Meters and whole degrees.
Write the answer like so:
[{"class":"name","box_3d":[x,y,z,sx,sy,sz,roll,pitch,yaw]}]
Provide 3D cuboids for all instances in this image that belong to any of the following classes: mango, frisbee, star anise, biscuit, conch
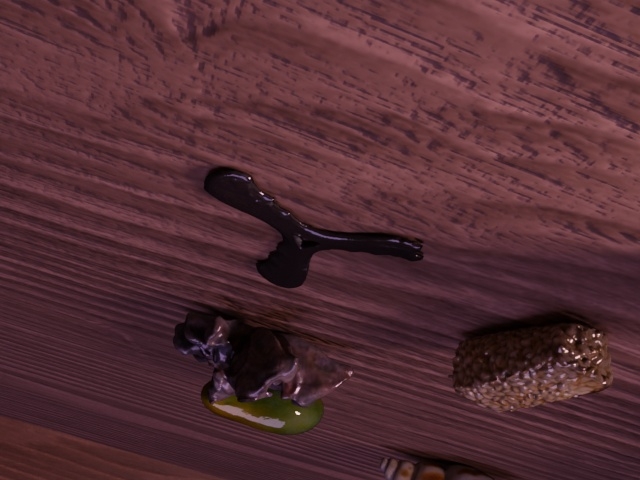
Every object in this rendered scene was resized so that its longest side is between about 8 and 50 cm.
[{"class":"mango","box_3d":[-0.088,0.247,1.105,0.191,0.085,0.122,17,-177,-4]},{"class":"frisbee","box_3d":[0.000,0.000,0.642,0.187,0.012,0.211,4,152,20]},{"class":"star anise","box_3d":[-0.091,0.162,0.913,0.258,0.110,0.198,-1,151,43]},{"class":"biscuit","box_3d":[0.211,0.128,0.723,0.082,0.070,0.168,23,151,-25]},{"class":"conch","box_3d":[0.242,0.511,1.398,0.275,0.182,0.149,28,-176,-13]}]
